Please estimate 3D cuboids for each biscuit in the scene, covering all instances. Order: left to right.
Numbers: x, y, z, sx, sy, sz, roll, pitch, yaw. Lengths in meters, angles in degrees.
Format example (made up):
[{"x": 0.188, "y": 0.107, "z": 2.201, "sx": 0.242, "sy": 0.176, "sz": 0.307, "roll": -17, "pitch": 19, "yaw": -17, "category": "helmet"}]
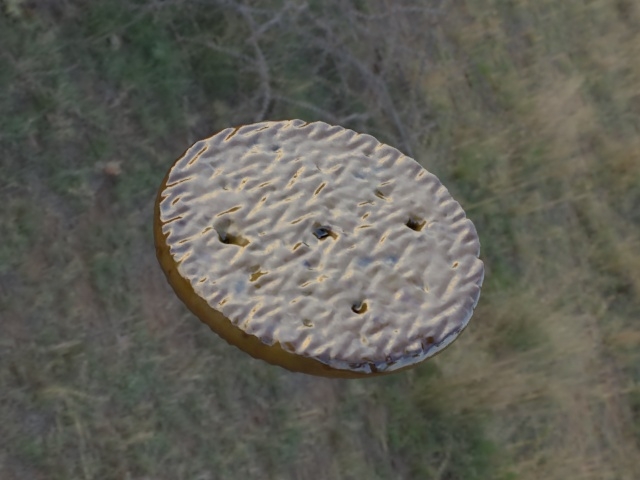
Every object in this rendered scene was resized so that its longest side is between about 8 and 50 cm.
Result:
[{"x": -0.001, "y": 0.001, "z": 0.615, "sx": 0.188, "sy": 0.027, "sz": 0.188, "roll": 10, "pitch": 45, "yaw": -10, "category": "biscuit"}]
